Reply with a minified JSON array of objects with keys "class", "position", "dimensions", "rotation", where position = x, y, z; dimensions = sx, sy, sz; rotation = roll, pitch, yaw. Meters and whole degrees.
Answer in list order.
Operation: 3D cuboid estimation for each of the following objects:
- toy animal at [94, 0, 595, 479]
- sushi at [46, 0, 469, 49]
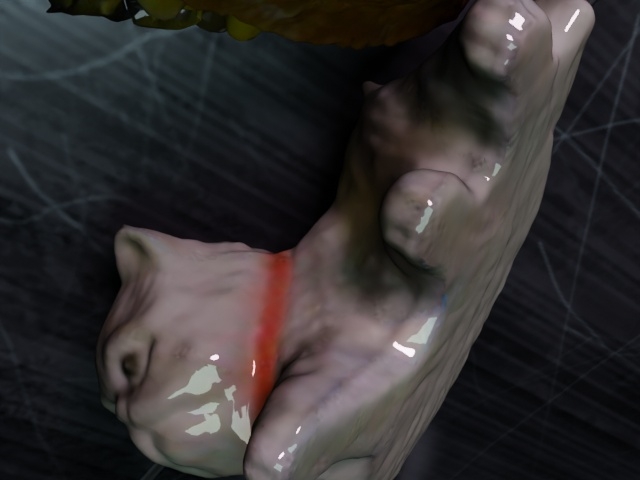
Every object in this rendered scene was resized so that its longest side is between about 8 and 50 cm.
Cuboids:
[{"class":"toy animal","position":[0.000,0.000,0.511],"dimensions":[0.266,0.188,0.308],"rotation":[-33,142,-33]},{"class":"sushi","position":[-0.025,-0.159,0.370],"dimensions":[0.296,0.179,0.167],"rotation":[-11,111,-48]}]
